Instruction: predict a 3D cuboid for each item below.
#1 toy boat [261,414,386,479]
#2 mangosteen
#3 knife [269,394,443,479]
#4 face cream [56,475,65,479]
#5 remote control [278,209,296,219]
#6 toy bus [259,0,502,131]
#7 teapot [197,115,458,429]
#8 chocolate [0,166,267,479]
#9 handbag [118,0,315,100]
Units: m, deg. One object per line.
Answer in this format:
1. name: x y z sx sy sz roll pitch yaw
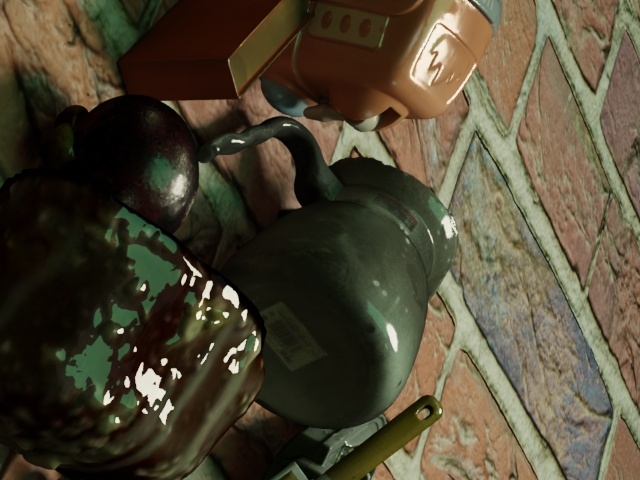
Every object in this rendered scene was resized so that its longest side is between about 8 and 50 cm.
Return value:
1. toy boat: 0.017 0.258 2.215 0.141 0.092 0.319 -65 167 14
2. mangosteen: -0.186 -0.065 1.792 0.152 0.152 0.152 -3 94 -63
3. knife: -0.019 0.259 2.031 0.343 0.061 0.027 -37 175 -13
4. face cream: -0.192 0.346 1.855 0.144 0.071 0.291 -58 141 -34
5. remote control: 0.014 -0.006 2.302 0.245 0.025 0.063 -4 99 -62
6. toy bus: 0.042 -0.229 2.087 0.194 0.288 0.232 33 74 -55
7. teapot: -0.003 0.018 2.114 0.285 0.305 0.223 -52 169 -47
8. chocolate: -0.198 0.101 1.694 0.340 0.225 0.210 47 63 -53
9. handbag: -0.100 -0.201 1.960 0.190 0.127 0.063 -55 137 -49
